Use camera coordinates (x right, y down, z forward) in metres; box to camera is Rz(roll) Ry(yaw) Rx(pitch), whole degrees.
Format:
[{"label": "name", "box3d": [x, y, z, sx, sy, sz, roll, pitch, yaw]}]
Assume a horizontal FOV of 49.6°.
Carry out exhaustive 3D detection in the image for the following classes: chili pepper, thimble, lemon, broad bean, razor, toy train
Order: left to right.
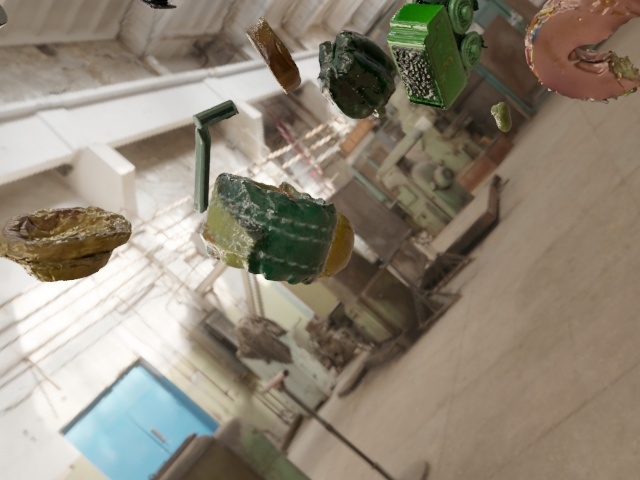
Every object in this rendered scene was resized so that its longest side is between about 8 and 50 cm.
[{"label": "razor", "box3d": [-0.254, -0.176, 1.511, 0.111, 0.056, 0.278, -36, -26, -43]}, {"label": "thimble", "box3d": [-0.098, -0.029, 1.356, 0.288, 0.254, 0.167, -108, 36, -80]}, {"label": "lemon", "box3d": [0.000, 0.000, 2.534, 0.258, 0.258, 0.310, -49, -21, -22]}, {"label": "chili pepper", "box3d": [0.102, -0.374, 1.632, 0.165, 0.261, 0.174, -33, 49, 27]}, {"label": "toy train", "box3d": [0.242, -0.407, 1.450, 0.188, 0.132, 0.243, -51, -43, -21]}, {"label": "broad bean", "box3d": [0.496, -0.337, 1.887, 0.045, 0.083, 0.063, -13, 28, 31]}]

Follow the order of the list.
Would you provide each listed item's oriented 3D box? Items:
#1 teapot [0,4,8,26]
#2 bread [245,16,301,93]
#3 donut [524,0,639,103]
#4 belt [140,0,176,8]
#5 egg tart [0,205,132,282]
[{"label": "teapot", "box3d": [-0.944, -0.586, 1.842, 0.149, 0.162, 0.239, -43, 39, 21]}, {"label": "bread", "box3d": [-0.132, -0.528, 1.984, 0.070, 0.236, 0.236, -33, 0, 2]}, {"label": "donut", "box3d": [0.453, -0.343, 1.183, 0.233, 0.199, 0.085, 71, -148, -49]}, {"label": "belt", "box3d": [-0.541, -0.790, 2.092, 0.128, 0.218, 0.122, -23, -41, -50]}, {"label": "egg tart", "box3d": [-0.616, 0.012, 1.671, 0.341, 0.341, 0.129, -48, -40, -65]}]
